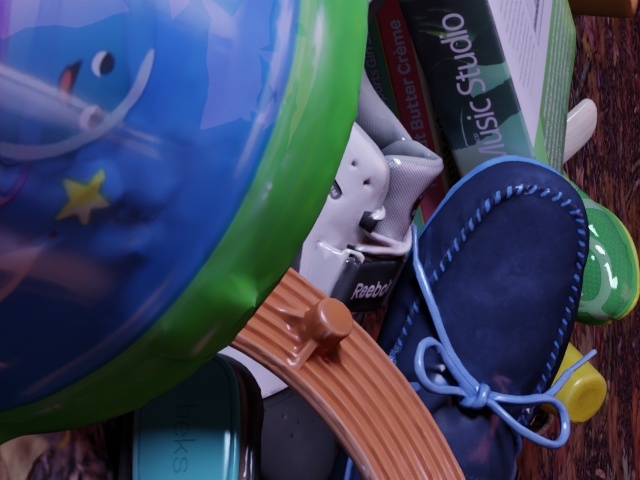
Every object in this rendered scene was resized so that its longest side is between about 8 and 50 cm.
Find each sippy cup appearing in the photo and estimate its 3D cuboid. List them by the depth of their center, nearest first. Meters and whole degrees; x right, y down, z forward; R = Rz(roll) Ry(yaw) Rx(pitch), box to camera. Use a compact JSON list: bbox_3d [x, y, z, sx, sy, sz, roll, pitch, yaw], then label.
[{"bbox_3d":[-0.140,-0.074,0.354,0.224,0.240,0.306,21,51,-57],"label":"sippy cup"}]

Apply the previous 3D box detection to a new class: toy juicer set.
[{"bbox_3d":[0.140,0.049,1.178,0.209,0.089,0.329,-25,128,-22],"label":"toy juicer set"}]

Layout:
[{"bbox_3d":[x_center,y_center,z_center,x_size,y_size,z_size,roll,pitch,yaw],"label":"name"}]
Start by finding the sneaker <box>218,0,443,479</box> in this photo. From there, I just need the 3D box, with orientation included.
[{"bbox_3d":[0.000,0.000,0.808,0.122,0.146,0.331,-38,124,-67],"label":"sneaker"}]

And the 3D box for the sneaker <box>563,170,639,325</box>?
[{"bbox_3d":[0.198,-0.042,1.336,0.123,0.109,0.296,-4,60,-54],"label":"sneaker"}]

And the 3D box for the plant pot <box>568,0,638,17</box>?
[{"bbox_3d":[0.176,-0.339,1.213,0.291,0.203,0.291,1,90,-75],"label":"plant pot"}]

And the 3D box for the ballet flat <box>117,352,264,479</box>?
[{"bbox_3d":[-0.066,0.190,0.679,0.096,0.095,0.281,80,17,-57],"label":"ballet flat"}]

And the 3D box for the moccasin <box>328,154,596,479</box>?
[{"bbox_3d":[0.087,0.120,0.860,0.117,0.137,0.342,-86,-168,-69],"label":"moccasin"}]

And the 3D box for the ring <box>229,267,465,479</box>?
[{"bbox_3d":[-0.043,0.123,0.558,0.336,0.032,0.337,24,45,-27],"label":"ring"}]

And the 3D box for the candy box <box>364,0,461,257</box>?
[{"bbox_3d":[0.060,-0.154,1.016,0.317,0.122,0.268,-57,138,-57],"label":"candy box"}]

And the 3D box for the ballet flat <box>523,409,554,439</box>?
[{"bbox_3d":[0.187,0.113,1.357,0.316,0.107,0.106,55,49,-53],"label":"ballet flat"}]

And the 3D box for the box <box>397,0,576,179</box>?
[{"bbox_3d":[0.096,-0.191,0.876,0.232,0.058,0.322,-74,148,-46],"label":"box"}]
